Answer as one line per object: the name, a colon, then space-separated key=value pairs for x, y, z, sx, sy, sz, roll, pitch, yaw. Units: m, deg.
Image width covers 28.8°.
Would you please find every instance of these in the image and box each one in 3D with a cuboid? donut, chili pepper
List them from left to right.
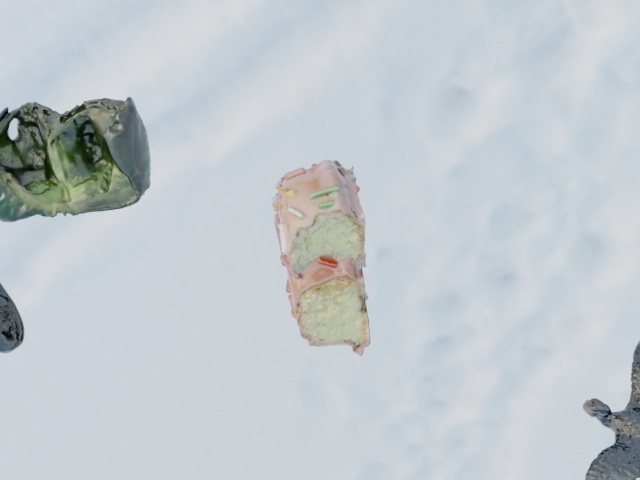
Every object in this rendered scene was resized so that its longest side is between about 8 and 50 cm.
chili pepper: x=-0.345 y=-0.105 z=1.620 sx=0.265 sy=0.116 sz=0.148 roll=-10 pitch=108 yaw=7
donut: x=0.000 y=0.000 z=0.928 sx=0.065 sy=0.117 sz=0.166 roll=-8 pitch=137 yaw=-3

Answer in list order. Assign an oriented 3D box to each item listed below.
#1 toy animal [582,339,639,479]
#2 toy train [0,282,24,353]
toy animal: x=0.272 y=0.160 z=1.044 sx=0.108 sy=0.220 sz=0.062 roll=34 pitch=155 yaw=-2
toy train: x=-0.350 y=0.006 z=1.138 sx=0.234 sy=0.052 sz=0.051 roll=56 pitch=155 yaw=-6
